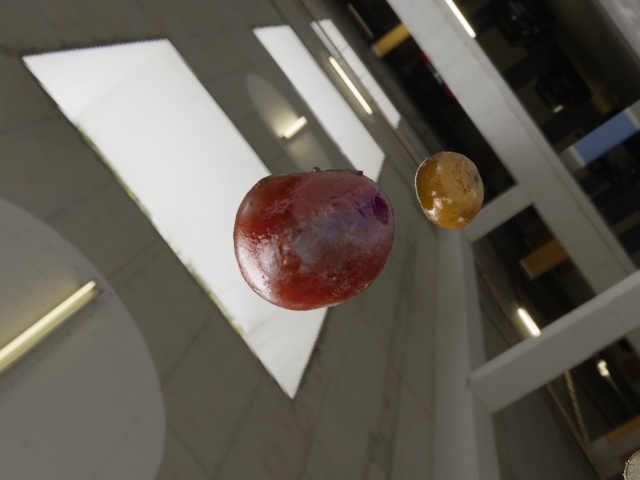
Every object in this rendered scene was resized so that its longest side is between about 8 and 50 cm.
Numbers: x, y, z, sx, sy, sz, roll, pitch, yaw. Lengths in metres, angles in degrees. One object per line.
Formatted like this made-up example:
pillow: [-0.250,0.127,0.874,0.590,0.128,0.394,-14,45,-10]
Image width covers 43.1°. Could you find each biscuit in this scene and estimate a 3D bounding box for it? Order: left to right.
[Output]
biscuit: [0.729,0.506,1.733,0.152,0.152,0.020,-107,-6,-47]

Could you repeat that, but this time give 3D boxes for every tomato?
tomato: [0.005,0.000,1.568,0.176,0.335,0.289,-166,73,-76]

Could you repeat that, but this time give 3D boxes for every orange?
orange: [0.258,-0.101,1.602,0.156,0.124,0.156,49,-152,-37]
